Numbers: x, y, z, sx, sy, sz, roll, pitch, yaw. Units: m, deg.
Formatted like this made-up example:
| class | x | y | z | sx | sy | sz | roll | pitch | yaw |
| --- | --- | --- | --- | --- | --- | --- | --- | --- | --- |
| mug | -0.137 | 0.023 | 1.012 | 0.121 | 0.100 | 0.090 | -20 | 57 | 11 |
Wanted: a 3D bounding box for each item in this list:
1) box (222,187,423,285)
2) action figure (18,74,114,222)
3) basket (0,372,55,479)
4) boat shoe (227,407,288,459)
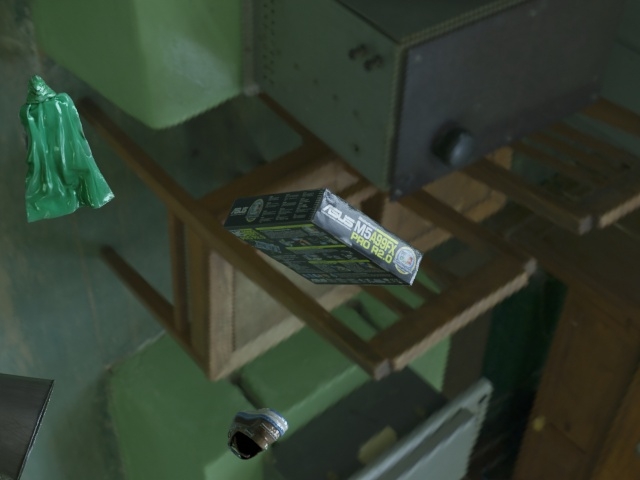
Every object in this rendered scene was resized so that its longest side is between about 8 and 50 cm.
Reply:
| class | x | y | z | sx | sy | sz | roll | pitch | yaw |
| --- | --- | --- | --- | --- | --- | --- | --- | --- | --- |
| box | 0.000 | 0.000 | 1.593 | 0.216 | 0.270 | 0.060 | 33 | 71 | -29 |
| action figure | -0.396 | -0.143 | 1.471 | 0.137 | 0.063 | 0.232 | -21 | 134 | -21 |
| basket | -0.597 | 0.300 | 1.689 | 0.154 | 0.227 | 0.204 | 137 | -28 | -70 |
| boat shoe | -0.118 | 0.314 | 1.593 | 0.066 | 0.066 | 0.183 | -48 | -177 | -29 |
